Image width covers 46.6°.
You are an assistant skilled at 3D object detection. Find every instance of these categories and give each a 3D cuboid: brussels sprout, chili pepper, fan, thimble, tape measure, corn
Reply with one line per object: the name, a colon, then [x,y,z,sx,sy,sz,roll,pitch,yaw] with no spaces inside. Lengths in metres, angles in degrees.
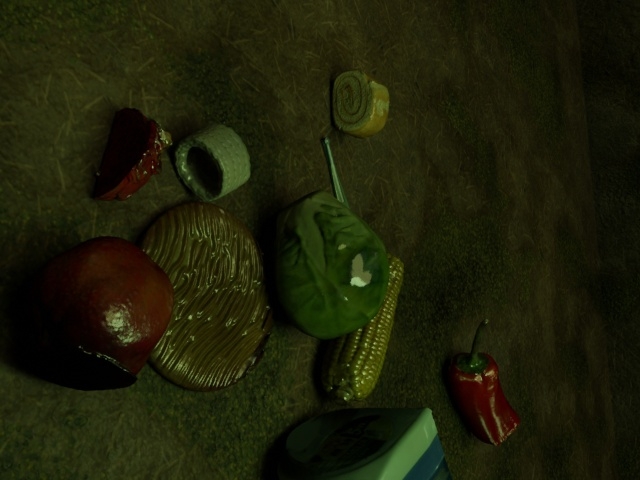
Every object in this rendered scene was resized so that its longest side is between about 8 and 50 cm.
brussels sprout: [0.012,0.039,1.368,0.210,0.219,0.272,100,-32,-83]
chili pepper: [0.379,0.345,1.839,0.134,0.131,0.338,-37,118,-23]
fan: [0.034,-0.127,1.595,0.038,0.016,0.193,-25,102,-50]
thimble: [-0.179,-0.133,1.246,0.090,0.102,0.115,-45,125,-51]
tape measure: [0.062,0.399,1.302,0.259,0.262,0.138,-28,111,-52]
corn: [0.091,0.172,1.513,0.120,0.120,0.363,52,45,-32]

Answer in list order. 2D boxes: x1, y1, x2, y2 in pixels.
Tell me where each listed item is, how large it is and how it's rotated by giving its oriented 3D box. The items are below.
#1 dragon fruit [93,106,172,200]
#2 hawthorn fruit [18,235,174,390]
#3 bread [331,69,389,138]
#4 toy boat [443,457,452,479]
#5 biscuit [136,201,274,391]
dragon fruit: [-0.269,-0.124,1.123,0.083,0.106,0.162,40,49,-42]
hawthorn fruit: [-0.282,0.085,0.997,0.190,0.189,0.251,64,33,-20]
bread: [0.090,-0.298,1.623,0.073,0.122,0.149,17,69,-53]
toy boat: [0.231,0.504,1.589,0.061,0.096,0.299,10,47,-28]
biscuit: [-0.187,0.090,1.232,0.317,0.040,0.318,18,66,-49]
